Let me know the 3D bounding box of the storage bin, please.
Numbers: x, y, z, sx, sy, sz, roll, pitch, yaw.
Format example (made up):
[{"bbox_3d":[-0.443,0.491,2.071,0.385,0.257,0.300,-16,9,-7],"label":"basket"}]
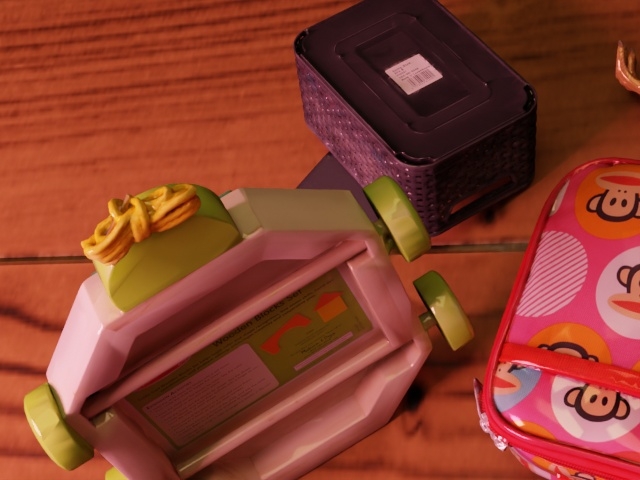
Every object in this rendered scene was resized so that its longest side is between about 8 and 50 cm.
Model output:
[{"bbox_3d":[0.072,-0.104,1.062,0.122,0.084,0.180,-28,52,-16],"label":"storage bin"}]

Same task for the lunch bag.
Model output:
[{"bbox_3d":[0.257,0.091,0.875,0.293,0.120,0.258,13,68,28],"label":"lunch bag"}]

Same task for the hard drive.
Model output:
[{"bbox_3d":[0.000,0.000,1.076,0.094,0.022,0.135,32,74,33],"label":"hard drive"}]

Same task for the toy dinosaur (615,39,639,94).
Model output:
[{"bbox_3d":[0.278,-0.115,1.023,0.112,0.064,0.212,9,63,23],"label":"toy dinosaur"}]

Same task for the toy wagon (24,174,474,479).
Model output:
[{"bbox_3d":[-0.053,0.056,0.860,0.267,0.344,0.068,-32,52,-1],"label":"toy wagon"}]
